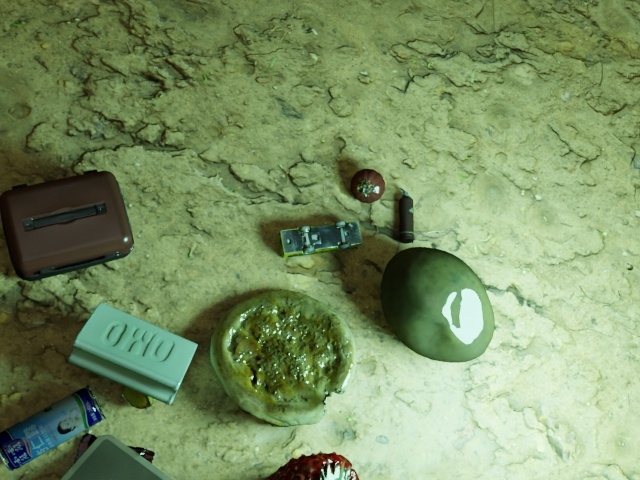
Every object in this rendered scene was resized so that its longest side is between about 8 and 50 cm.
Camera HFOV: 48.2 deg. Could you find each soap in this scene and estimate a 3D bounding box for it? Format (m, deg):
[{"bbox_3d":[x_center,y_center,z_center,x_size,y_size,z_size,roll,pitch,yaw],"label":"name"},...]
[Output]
[{"bbox_3d":[-0.452,0.273,1.743,0.265,0.087,0.160,25,33,-5],"label":"soap"}]

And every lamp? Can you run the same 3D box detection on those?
[{"bbox_3d":[0.135,-0.156,2.043,0.101,0.090,0.101,2,106,8],"label":"lamp"}]

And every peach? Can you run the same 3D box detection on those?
[{"bbox_3d":[-0.445,0.373,1.770,0.083,0.050,0.077,27,93,5],"label":"peach"}]

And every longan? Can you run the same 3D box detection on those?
[{"bbox_3d":[0.309,0.173,1.904,0.350,0.288,0.288,45,69,-10],"label":"longan"}]

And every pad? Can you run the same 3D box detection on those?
[{"bbox_3d":[-0.459,0.582,1.661,0.266,0.002,0.176,31,53,12],"label":"pad"}]

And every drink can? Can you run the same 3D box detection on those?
[{"bbox_3d":[-0.635,0.440,1.683,0.235,0.097,0.097,-27,82,-18],"label":"drink can"}]

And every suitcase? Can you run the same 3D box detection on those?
[{"bbox_3d":[-0.631,-0.036,1.786,0.297,0.161,0.236,-15,80,-18],"label":"suitcase"}]

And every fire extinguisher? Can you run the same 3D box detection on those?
[{"bbox_3d":[0.250,-0.072,2.072,0.064,0.043,0.158,16,69,-40],"label":"fire extinguisher"}]

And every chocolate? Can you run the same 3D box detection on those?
[{"bbox_3d":[-0.498,0.526,1.726,0.182,0.028,0.086,20,72,-8],"label":"chocolate"}]

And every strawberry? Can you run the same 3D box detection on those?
[{"bbox_3d":[-0.034,0.646,1.721,0.261,0.258,0.261,19,59,-34],"label":"strawberry"}]

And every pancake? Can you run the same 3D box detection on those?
[{"bbox_3d":[-0.083,0.294,1.842,0.382,0.071,0.382,5,60,-9],"label":"pancake"}]

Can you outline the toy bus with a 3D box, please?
[{"bbox_3d":[0.000,0.000,1.974,0.226,0.074,0.081,-9,76,-15],"label":"toy bus"}]
